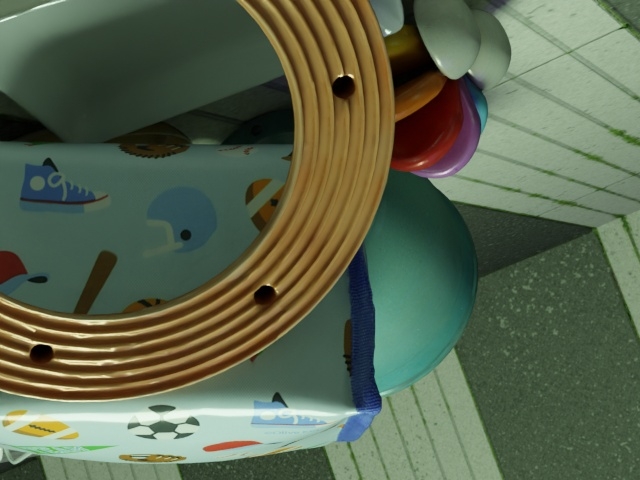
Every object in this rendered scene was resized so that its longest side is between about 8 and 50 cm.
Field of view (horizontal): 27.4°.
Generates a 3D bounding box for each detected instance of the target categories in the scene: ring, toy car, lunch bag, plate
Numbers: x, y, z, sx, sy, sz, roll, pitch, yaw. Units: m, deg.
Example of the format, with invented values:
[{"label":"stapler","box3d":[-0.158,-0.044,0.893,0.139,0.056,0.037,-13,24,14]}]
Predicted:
[{"label":"ring","box3d":[-0.122,-0.058,0.745,0.336,0.337,0.032,-18,-152,-7]},{"label":"toy car","box3d":[0.084,-0.120,1.121,0.159,0.136,0.182,-25,168,24]},{"label":"lunch bag","box3d":[-0.125,0.059,1.025,0.327,0.239,0.385,2,164,0]},{"label":"plate","box3d":[-0.084,-0.155,0.893,0.277,0.045,0.278,-19,170,3]}]

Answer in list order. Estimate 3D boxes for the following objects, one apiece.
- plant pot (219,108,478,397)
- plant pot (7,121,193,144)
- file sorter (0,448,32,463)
[{"label":"plant pot","box3d":[0.000,0.000,1.315,0.271,0.272,0.255,-21,154,10]},{"label":"plant pot","box3d":[-0.228,-0.058,1.160,0.236,0.032,0.236,-19,170,-3]},{"label":"file sorter","box3d":[-0.529,0.241,1.751,0.277,0.173,0.193,-13,168,-34]}]
